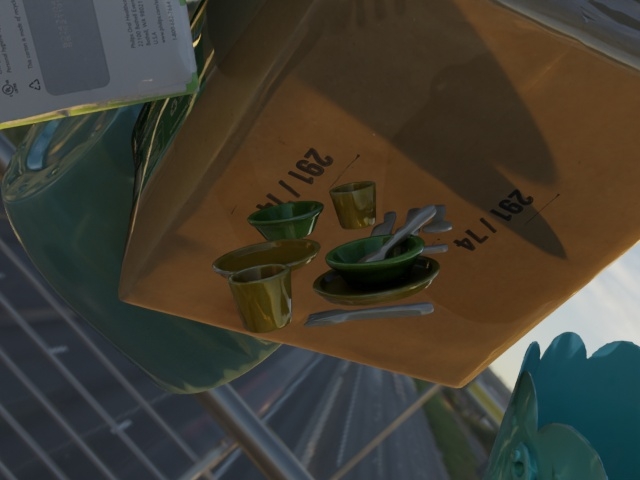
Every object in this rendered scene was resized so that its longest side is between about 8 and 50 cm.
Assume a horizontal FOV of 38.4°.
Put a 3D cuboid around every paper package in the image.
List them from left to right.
[{"bbox_3d":[0.059,-0.075,0.618,0.309,0.325,0.168,18,45,-23],"label":"paper package"}]

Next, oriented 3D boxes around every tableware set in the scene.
[{"bbox_3d":[0.000,0.000,0.381,0.154,0.104,0.024,-58,139,-70],"label":"tableware set"}]

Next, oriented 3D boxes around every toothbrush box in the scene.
[{"bbox_3d":[-0.159,-0.211,0.501,0.283,0.122,0.206,-117,-162,-57],"label":"toothbrush box"}]

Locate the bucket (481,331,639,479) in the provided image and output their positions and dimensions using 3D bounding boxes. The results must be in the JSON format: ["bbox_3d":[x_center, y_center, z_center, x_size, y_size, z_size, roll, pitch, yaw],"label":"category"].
[{"bbox_3d":[0.219,0.202,0.568,0.281,0.183,0.281,19,17,-6],"label":"bucket"}]

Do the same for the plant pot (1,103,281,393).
[{"bbox_3d":[-0.151,-0.039,0.871,0.235,0.293,0.293,42,4,-33],"label":"plant pot"}]
